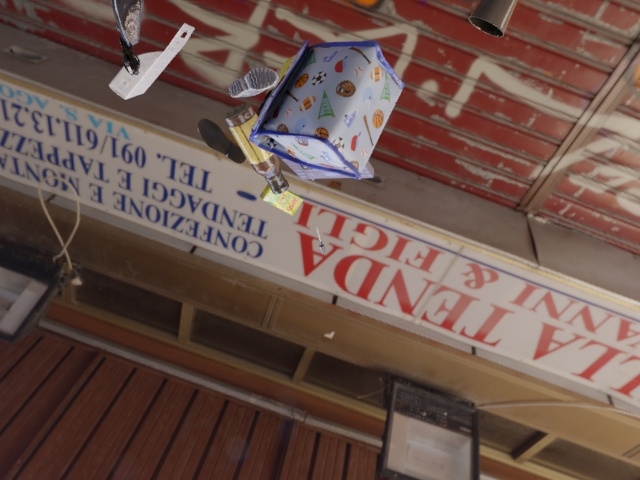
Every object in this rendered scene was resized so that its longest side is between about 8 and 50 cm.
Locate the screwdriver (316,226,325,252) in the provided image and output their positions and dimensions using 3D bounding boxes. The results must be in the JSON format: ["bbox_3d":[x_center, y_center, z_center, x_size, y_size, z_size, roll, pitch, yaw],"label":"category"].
[{"bbox_3d":[0.000,0.000,2.029,0.024,0.170,0.025,-30,-127,-14],"label":"screwdriver"}]

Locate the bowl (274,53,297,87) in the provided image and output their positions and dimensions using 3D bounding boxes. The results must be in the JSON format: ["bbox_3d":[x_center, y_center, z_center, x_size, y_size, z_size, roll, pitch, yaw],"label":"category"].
[{"bbox_3d":[-0.141,-0.794,2.291,0.156,0.290,0.289,9,-142,12],"label":"bowl"}]

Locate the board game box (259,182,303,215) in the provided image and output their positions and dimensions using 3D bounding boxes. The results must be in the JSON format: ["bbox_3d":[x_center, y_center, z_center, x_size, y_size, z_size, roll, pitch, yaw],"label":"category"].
[{"bbox_3d":[-0.178,-0.195,2.096,0.181,0.092,0.043,27,-168,-36],"label":"board game box"}]

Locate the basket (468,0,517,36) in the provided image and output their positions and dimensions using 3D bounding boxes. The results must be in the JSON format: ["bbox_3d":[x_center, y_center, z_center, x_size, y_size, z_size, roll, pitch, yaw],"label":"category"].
[{"bbox_3d":[0.785,-1.053,2.010,0.204,0.227,0.154,8,-157,-43],"label":"basket"}]

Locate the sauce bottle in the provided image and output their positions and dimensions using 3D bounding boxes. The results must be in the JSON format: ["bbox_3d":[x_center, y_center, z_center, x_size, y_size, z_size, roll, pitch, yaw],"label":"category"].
[{"bbox_3d":[-0.219,-0.318,1.646,0.111,0.344,0.111,-17,-144,13],"label":"sauce bottle"}]

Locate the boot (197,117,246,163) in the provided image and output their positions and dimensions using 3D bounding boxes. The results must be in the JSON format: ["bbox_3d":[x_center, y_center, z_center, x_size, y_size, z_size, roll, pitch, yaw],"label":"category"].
[{"bbox_3d":[-0.486,-0.500,2.306,0.305,0.112,0.115,40,-161,-3],"label":"boot"}]

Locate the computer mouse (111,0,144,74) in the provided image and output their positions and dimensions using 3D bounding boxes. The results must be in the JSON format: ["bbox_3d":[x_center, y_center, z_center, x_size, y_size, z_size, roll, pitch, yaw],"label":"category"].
[{"bbox_3d":[-0.536,-0.614,1.251,0.072,0.272,0.188,-4,-127,-30],"label":"computer mouse"}]

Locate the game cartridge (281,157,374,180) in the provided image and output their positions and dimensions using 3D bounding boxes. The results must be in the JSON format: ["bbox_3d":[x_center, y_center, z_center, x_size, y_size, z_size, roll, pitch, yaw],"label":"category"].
[{"bbox_3d":[0.033,-0.330,1.989,0.355,0.068,0.230,2,169,24],"label":"game cartridge"}]

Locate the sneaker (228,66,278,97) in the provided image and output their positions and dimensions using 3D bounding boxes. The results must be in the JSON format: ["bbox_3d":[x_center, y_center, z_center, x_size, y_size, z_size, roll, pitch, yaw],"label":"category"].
[{"bbox_3d":[-0.308,-0.761,2.200,0.281,0.105,0.115,-2,-170,33],"label":"sneaker"}]

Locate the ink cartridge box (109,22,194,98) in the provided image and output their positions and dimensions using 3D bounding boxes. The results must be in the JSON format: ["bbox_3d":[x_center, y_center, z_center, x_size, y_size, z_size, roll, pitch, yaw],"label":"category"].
[{"bbox_3d":[-0.694,-0.772,1.903,0.091,0.385,0.308,40,-168,-19],"label":"ink cartridge box"}]

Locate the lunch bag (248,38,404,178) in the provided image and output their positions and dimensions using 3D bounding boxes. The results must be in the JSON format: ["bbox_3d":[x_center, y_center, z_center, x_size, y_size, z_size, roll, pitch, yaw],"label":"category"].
[{"bbox_3d":[-0.014,-0.394,1.333,0.385,0.328,0.239,21,169,41],"label":"lunch bag"}]

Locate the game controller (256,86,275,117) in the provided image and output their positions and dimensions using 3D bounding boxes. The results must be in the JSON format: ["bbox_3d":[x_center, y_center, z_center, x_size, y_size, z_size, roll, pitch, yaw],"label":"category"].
[{"bbox_3d":[-0.208,-0.558,1.928,0.166,0.067,0.319,-7,-131,32],"label":"game controller"}]
